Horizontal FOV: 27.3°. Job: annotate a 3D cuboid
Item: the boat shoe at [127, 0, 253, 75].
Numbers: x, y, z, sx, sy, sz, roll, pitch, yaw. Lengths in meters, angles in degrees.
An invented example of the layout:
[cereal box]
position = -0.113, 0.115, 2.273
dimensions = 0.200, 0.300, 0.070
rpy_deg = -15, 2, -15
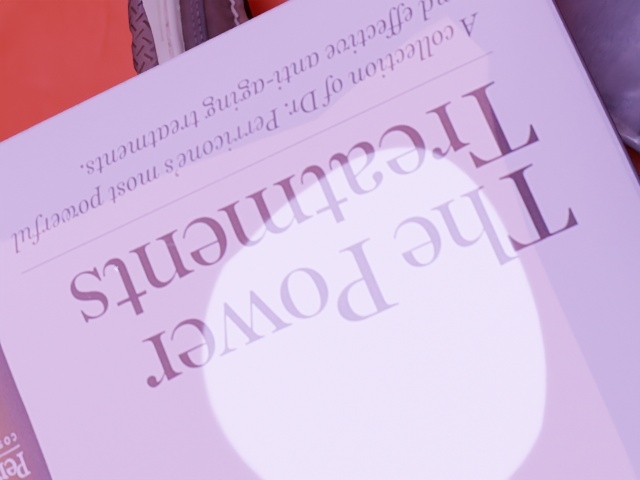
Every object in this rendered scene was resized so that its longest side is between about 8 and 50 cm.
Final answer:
[boat shoe]
position = 0.001, 0.001, 0.495
dimensions = 0.095, 0.095, 0.257
rpy_deg = -16, 84, 4

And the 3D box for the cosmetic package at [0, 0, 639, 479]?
[cosmetic package]
position = -0.055, 0.113, 0.400
dimensions = 0.377, 0.097, 0.284
rpy_deg = -25, 84, 9

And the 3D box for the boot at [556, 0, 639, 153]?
[boot]
position = 0.182, -0.100, 0.412
dimensions = 0.190, 0.076, 0.208
rpy_deg = 36, 97, 35
